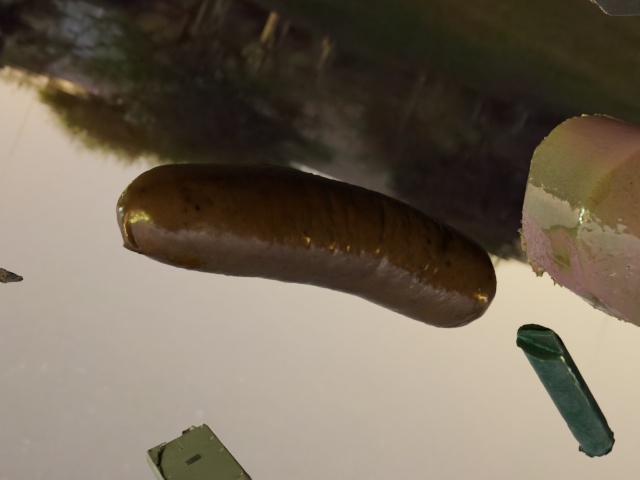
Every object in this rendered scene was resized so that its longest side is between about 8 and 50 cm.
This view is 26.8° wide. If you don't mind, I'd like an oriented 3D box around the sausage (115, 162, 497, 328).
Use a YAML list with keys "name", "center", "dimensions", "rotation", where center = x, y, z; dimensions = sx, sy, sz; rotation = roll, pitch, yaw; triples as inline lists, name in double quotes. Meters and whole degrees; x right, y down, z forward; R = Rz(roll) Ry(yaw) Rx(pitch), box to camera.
- name: "sausage"
  center: [0.000, -0.003, 1.440]
  dimensions: [0.501, 0.136, 0.123]
  rotation: [15, 163, -38]

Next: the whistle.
- name: "whistle"
  center: [0.226, 0.137, 1.229]
  dimensions: [0.039, 0.039, 0.186]
  rotation: [29, 162, 45]

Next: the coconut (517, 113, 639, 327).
- name: "coconut"
  center: [0.354, -0.020, 1.526]
  dimensions: [0.233, 0.233, 0.245]
  rotation: [20, -170, -28]

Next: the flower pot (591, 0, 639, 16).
- name: "flower pot"
  center: [0.183, -0.297, 0.881]
  dimensions: [0.290, 0.290, 0.259]
  rotation: [15, -147, -51]

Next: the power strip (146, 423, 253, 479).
- name: "power strip"
  center: [-0.128, 0.246, 1.411]
  dimensions: [0.035, 0.081, 0.192]
  rotation: [67, 166, -18]

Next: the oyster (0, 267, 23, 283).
- name: "oyster"
  center: [-0.420, 0.042, 1.706]
  dimensions: [0.083, 0.019, 0.054]
  rotation: [16, 161, 6]
